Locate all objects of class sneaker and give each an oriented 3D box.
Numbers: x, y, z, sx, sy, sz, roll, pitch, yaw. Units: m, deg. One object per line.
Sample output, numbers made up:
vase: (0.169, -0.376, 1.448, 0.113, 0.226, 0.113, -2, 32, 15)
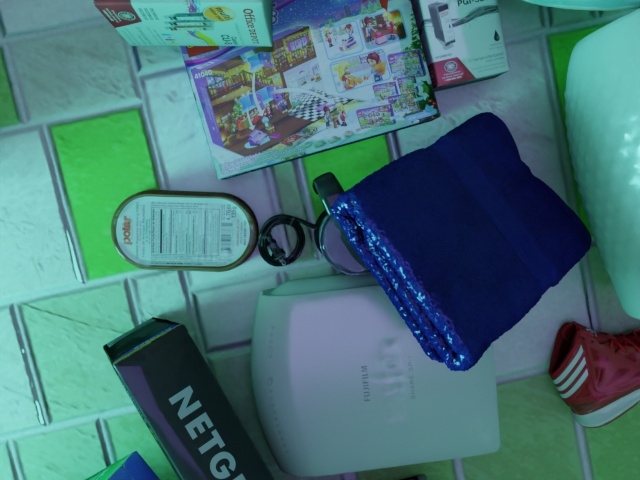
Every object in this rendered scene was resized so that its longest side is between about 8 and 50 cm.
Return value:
sneaker: (0.409, 0.143, 0.827, 0.221, 0.087, 0.128, -37, 97, -1)

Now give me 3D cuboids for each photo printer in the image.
photo printer: (0.065, 0.165, 0.796, 0.308, 0.107, 0.256, -6, 95, -3)

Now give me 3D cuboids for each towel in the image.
towel: (0.172, -0.011, 0.721, 0.308, 0.076, 0.227, -31, 81, -39)

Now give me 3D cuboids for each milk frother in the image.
milk frother: (0.000, 0.000, 0.763, 0.143, 0.135, 0.129, -44, 94, 0)

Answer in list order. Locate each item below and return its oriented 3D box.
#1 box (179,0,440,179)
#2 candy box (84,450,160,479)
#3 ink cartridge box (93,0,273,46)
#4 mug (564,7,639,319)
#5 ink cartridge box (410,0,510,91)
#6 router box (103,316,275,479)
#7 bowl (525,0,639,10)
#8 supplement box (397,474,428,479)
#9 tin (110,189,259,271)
box: (-0.015, -0.212, 0.783, 0.293, 0.057, 0.201, -15, 96, -1)
candy box: (-0.274, 0.444, 0.747, 0.317, 0.122, 0.268, -34, 96, 20)
ink cartridge box: (-0.141, -0.296, 0.680, 0.176, 0.128, 0.127, -1, 88, 0)
mug: (0.471, -0.126, 0.737, 0.374, 0.276, 0.328, -24, 93, -32)
ink cartridge box: (0.176, -0.269, 0.790, 0.099, 0.056, 0.135, -14, 96, -1)
router box: (-0.137, 0.241, 0.719, 0.081, 0.243, 0.309, -31, 96, -22)
bowl: (0.313, -0.363, 0.695, 0.312, 0.311, 0.163, -4, 124, -3)
supplement box: (0.041, 0.391, 0.803, 0.239, 0.130, 0.073, -11, 96, -2)
tin: (-0.176, -0.013, 0.804, 0.190, 0.040, 0.106, 1, 91, -3)
